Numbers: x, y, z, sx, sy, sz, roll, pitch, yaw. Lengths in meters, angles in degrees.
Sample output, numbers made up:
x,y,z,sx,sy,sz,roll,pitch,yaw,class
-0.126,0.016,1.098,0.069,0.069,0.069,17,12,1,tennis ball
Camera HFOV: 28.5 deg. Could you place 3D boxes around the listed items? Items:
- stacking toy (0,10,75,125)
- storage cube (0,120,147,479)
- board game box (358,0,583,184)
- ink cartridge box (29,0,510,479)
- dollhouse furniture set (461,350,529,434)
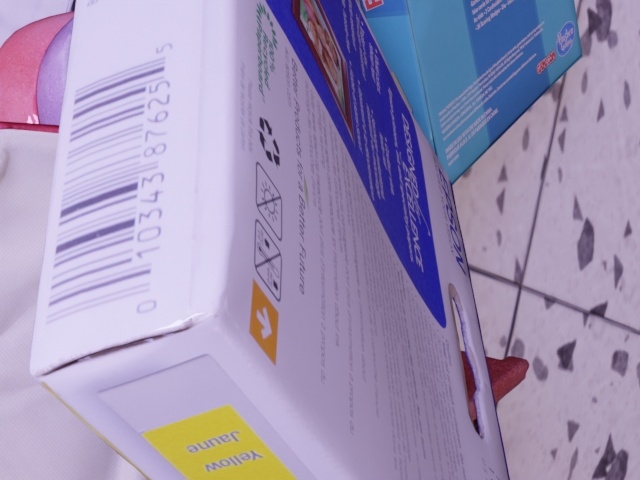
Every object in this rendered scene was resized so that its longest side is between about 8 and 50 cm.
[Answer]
x,y,z,sx,sy,sz,roll,pitch,yaw,class
-0.025,0.017,0.656,0.279,0.130,0.308,5,73,-54,stacking toy
-0.190,0.039,0.490,0.184,0.193,0.215,6,90,-49,storage cube
0.067,-0.232,0.804,0.254,0.079,0.336,-42,125,-49,board game box
0.000,0.000,0.519,0.307,0.072,0.303,60,19,-46,ink cartridge box
0.160,0.211,0.786,0.152,0.374,0.201,-33,121,-36,dollhouse furniture set
